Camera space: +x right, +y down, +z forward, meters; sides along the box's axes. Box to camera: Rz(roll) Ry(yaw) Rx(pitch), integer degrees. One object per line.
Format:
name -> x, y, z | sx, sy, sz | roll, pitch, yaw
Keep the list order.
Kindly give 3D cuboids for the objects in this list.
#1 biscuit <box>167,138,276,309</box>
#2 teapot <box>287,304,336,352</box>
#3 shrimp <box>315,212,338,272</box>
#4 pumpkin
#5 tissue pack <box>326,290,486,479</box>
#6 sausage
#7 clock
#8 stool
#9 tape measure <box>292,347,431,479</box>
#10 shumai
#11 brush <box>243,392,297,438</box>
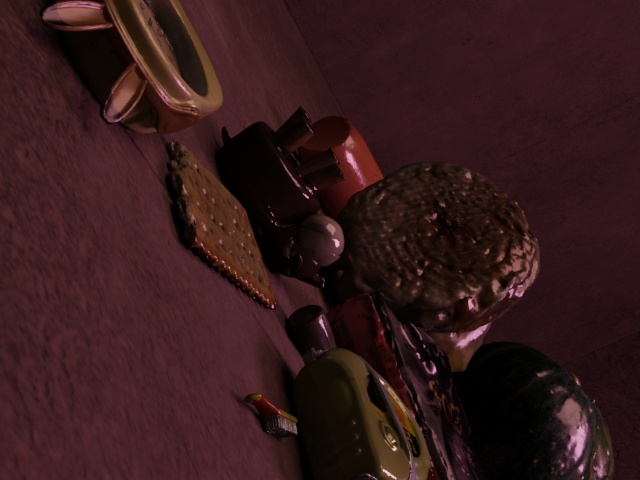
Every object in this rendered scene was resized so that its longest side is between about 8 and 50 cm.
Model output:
biscuit -> -0.097, -0.018, 0.867 | 0.203, 0.016, 0.144 | 50, 17, -61
teapot -> 0.005, 0.124, 0.986 | 0.043, 0.043, 0.110 | -97, 162, -63
shrimp -> 0.000, 0.000, 1.356 | 0.108, 0.023, 0.059 | 66, 18, 4
pumpkin -> 0.286, 0.286, 1.390 | 0.197, 0.263, 0.293 | 47, 8, -40
tissue pack -> 0.122, 0.237, 1.082 | 0.245, 0.123, 0.332 | 54, 14, -57
sausage -> 0.062, -0.077, 1.606 | 0.121, 0.121, 0.304 | -104, 168, -51
clock -> -0.157, -0.164, 0.753 | 0.170, 0.069, 0.232 | 63, 10, -13
stool -> -0.031, -0.053, 1.025 | 0.217, 0.121, 0.125 | 61, 7, 10
tape measure -> 0.038, 0.183, 0.854 | 0.154, 0.087, 0.177 | 41, 21, -40
shumai -> 0.156, 0.068, 1.374 | 0.304, 0.309, 0.263 | -87, -178, -45
brush -> -0.040, 0.143, 0.738 | 0.083, 0.019, 0.021 | 54, 24, -57
